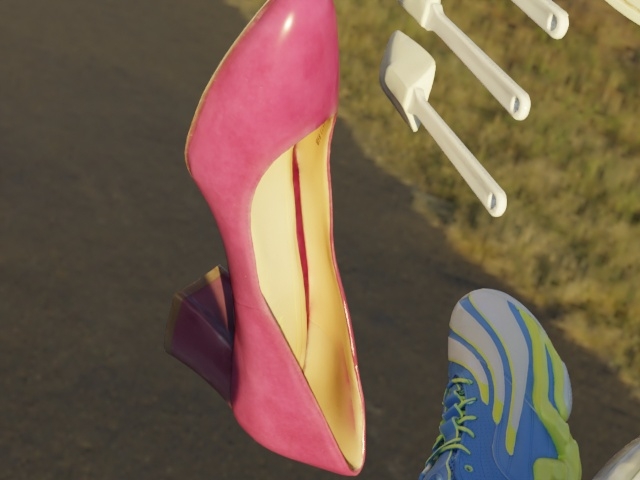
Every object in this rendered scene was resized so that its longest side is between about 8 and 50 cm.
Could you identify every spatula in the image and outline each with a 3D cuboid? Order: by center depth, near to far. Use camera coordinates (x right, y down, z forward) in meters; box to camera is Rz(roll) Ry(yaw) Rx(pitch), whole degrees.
[{"bbox_3d":[0.092,-0.126,0.968,0.019,0.168,0.242,4,29,-23],"label":"spatula"}]

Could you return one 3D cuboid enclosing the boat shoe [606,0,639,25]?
[{"bbox_3d":[0.277,-0.157,0.857,0.255,0.095,0.079,12,21,33],"label":"boat shoe"}]

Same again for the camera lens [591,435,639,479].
[{"bbox_3d":[0.267,0.225,0.776,0.219,0.219,0.274,1,12,-35],"label":"camera lens"}]

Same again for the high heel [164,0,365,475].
[{"bbox_3d":[0.000,0.000,1.027,0.181,0.377,0.127,34,49,19],"label":"high heel"}]

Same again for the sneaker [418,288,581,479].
[{"bbox_3d":[0.118,0.141,1.034,0.126,0.091,0.240,9,58,-46],"label":"sneaker"}]
